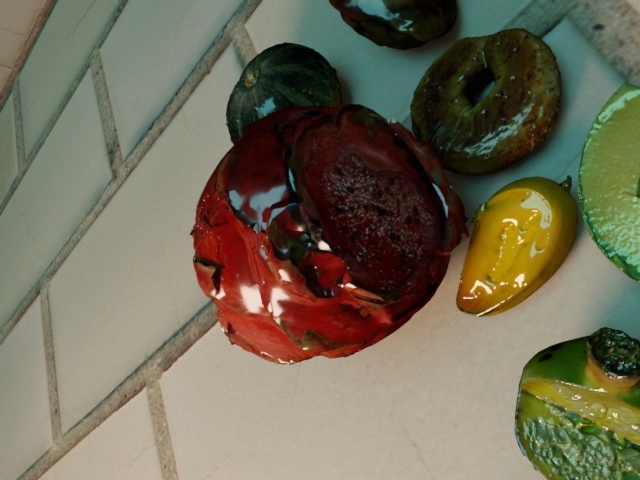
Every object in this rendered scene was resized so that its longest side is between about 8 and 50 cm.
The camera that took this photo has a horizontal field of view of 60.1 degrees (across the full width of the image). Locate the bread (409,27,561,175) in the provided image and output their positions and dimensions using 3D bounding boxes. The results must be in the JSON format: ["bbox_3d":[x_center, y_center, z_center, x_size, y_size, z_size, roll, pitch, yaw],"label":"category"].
[{"bbox_3d":[0.193,-0.162,0.659,0.193,0.064,0.193,-17,64,38],"label":"bread"}]

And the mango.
[{"bbox_3d":[0.210,0.008,0.601,0.101,0.066,0.187,39,114,33],"label":"mango"}]

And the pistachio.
[{"bbox_3d":[0.097,-0.326,0.748,0.165,0.130,0.210,-25,55,-7],"label":"pistachio"}]

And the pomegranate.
[{"bbox_3d":[0.250,0.137,0.487,0.143,0.122,0.169,14,119,36],"label":"pomegranate"}]

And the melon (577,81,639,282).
[{"bbox_3d":[0.311,-0.046,0.517,0.118,0.064,0.209,-2,78,45],"label":"melon"}]

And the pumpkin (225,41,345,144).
[{"bbox_3d":[-0.056,-0.207,0.847,0.190,0.146,0.190,-15,69,43],"label":"pumpkin"}]

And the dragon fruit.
[{"bbox_3d":[0.000,0.000,0.645,0.295,0.296,0.301,65,144,31],"label":"dragon fruit"}]
